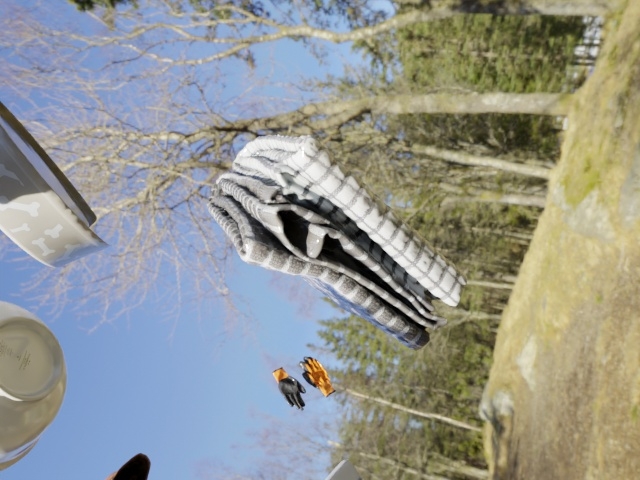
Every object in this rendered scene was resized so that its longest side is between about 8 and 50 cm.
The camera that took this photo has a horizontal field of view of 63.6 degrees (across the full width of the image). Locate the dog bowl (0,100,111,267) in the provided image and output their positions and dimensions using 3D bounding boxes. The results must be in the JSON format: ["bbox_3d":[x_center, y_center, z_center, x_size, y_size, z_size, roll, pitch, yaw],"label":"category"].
[{"bbox_3d":[-0.517,-0.101,0.899,0.102,0.349,0.349,-37,-33,-13],"label":"dog bowl"}]

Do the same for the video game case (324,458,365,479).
[{"bbox_3d":[0.042,0.382,0.576,0.183,0.201,0.023,-26,-18,-51],"label":"video game case"}]

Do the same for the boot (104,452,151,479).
[{"bbox_3d":[-0.419,0.561,0.974,0.220,0.109,0.283,-50,8,32],"label":"boot"}]

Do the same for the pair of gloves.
[{"bbox_3d":[-0.025,0.215,0.782,0.083,0.074,0.010,-18,-33,-33],"label":"pair of gloves"}]

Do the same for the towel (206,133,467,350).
[{"bbox_3d":[0.000,0.000,0.587,0.121,0.235,0.283,-52,22,-3],"label":"towel"}]

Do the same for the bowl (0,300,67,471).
[{"bbox_3d":[-0.523,0.213,0.841,0.298,0.134,0.298,55,-162,-28],"label":"bowl"}]
